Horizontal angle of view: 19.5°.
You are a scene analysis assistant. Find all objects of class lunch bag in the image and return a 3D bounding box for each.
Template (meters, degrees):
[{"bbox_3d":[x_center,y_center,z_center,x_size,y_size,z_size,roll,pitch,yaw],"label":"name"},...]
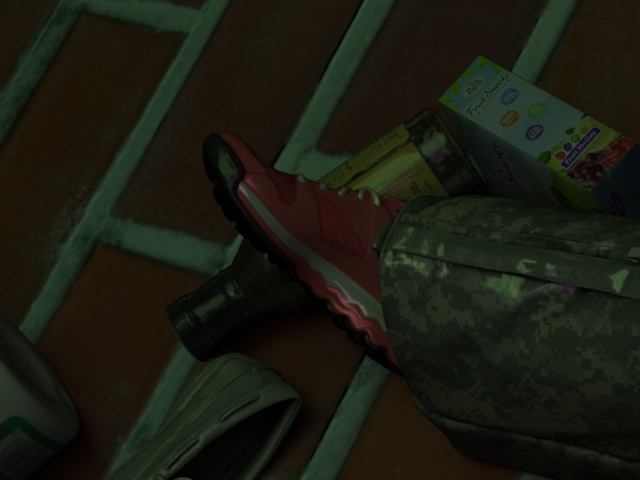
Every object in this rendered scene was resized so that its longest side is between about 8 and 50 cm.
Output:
[{"bbox_3d":[0.217,0.076,1.612,0.305,0.256,0.212,12,67,35],"label":"lunch bag"}]

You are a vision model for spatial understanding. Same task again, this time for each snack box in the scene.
[{"bbox_3d":[0.227,-0.064,1.752,0.070,0.174,0.207,-46,48,-8],"label":"snack box"}]

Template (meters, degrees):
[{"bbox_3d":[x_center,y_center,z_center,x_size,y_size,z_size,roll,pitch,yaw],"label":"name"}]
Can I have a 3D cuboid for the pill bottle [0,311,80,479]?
[{"bbox_3d":[-0.447,0.234,1.935,0.361,0.204,0.204,-39,49,2],"label":"pill bottle"}]

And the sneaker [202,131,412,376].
[{"bbox_3d":[0.020,-0.010,1.788,0.136,0.314,0.116,-47,12,-7],"label":"sneaker"}]

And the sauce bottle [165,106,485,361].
[{"bbox_3d":[0.000,0.000,1.887,0.344,0.111,0.111,-33,49,8],"label":"sauce bottle"}]

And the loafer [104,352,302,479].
[{"bbox_3d":[-0.139,0.251,1.805,0.111,0.112,0.319,23,73,47],"label":"loafer"}]
